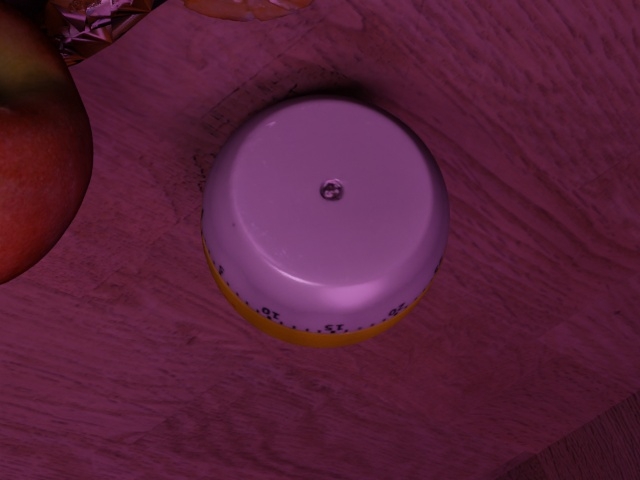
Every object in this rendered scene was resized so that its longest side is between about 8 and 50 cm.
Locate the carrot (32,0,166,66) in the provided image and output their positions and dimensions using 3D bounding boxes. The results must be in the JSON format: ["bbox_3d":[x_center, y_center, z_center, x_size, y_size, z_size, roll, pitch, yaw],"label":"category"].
[{"bbox_3d":[-0.149,-0.228,1.023,0.228,0.069,0.069,-34,148,12],"label":"carrot"}]

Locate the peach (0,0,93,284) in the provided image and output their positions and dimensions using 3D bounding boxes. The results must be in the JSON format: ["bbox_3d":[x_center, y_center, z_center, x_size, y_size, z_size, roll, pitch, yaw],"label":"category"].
[{"bbox_3d":[-0.309,-0.075,0.968,0.252,0.252,0.252,-18,149,-11],"label":"peach"}]

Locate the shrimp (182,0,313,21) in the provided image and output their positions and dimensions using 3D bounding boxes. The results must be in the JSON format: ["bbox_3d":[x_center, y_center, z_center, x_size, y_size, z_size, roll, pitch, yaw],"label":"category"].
[{"bbox_3d":[-0.097,-0.250,0.966,0.236,0.053,0.133,18,134,-21],"label":"shrimp"}]

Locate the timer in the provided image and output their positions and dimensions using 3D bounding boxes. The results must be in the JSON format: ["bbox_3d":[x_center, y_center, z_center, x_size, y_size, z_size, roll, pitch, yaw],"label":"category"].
[{"bbox_3d":[0.000,0.000,1.307,0.285,0.285,0.285,-18,149,-11],"label":"timer"}]
